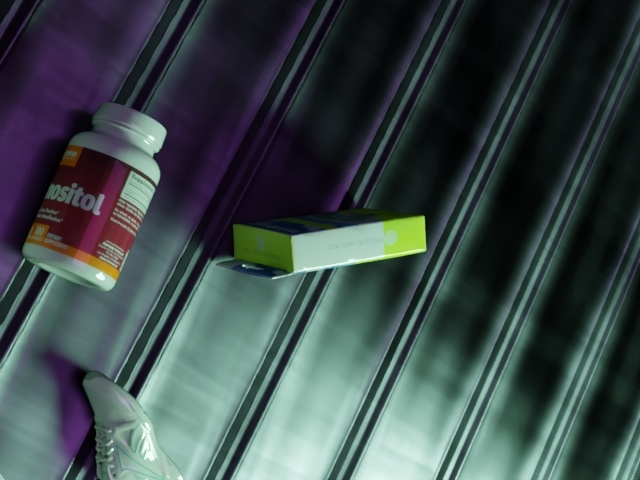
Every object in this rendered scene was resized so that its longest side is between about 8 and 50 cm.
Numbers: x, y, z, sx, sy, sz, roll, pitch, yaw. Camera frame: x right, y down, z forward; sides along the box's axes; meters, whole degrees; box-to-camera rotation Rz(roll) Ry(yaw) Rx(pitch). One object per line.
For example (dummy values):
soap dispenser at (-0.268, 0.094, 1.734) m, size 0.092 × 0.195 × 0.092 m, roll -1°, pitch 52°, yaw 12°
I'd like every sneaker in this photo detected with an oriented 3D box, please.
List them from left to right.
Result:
sneaker at (-0.179, 0.187, 1.087) m, size 0.061 × 0.054 × 0.152 m, roll -36°, pitch 111°, yaw -25°

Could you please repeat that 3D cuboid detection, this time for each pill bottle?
pill bottle at (-0.193, -0.039, 1.049) m, size 0.086 × 0.086 × 0.152 m, roll 28°, pitch 76°, yaw -31°

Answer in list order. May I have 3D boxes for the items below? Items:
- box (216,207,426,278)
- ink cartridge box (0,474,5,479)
box at (0.000, 0.000, 1.165) m, size 0.178 × 0.109 × 0.042 m, roll -9°, pitch 100°, yaw -33°
ink cartridge box at (-0.354, 0.223, 0.973) m, size 0.181 × 0.056 × 0.224 m, roll -41°, pitch 115°, yaw -26°
